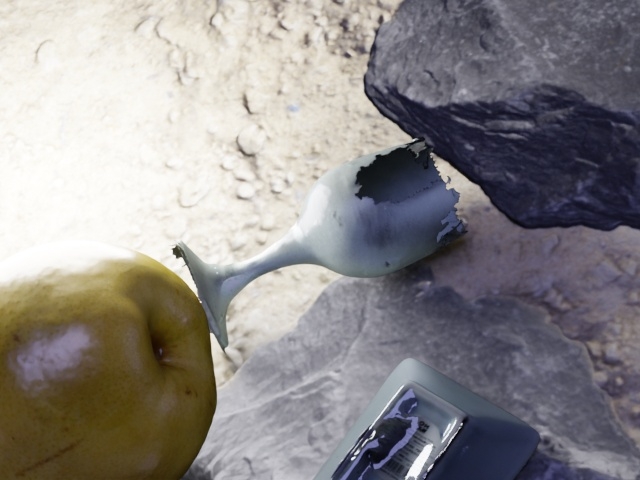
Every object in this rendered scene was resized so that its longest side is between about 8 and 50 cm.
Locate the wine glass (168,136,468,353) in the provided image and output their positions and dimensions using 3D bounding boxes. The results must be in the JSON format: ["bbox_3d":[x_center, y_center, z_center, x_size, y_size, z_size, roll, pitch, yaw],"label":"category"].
[{"bbox_3d":[0.000,0.000,2.024,0.321,0.143,0.143,-26,57,-1],"label":"wine glass"}]

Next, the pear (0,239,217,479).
[{"bbox_3d":[-0.261,0.147,1.922,0.314,0.314,0.314,-7,59,12],"label":"pear"}]

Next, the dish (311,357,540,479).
[{"bbox_3d":[0.084,0.238,1.890,0.182,0.080,0.243,29,71,29],"label":"dish"}]
